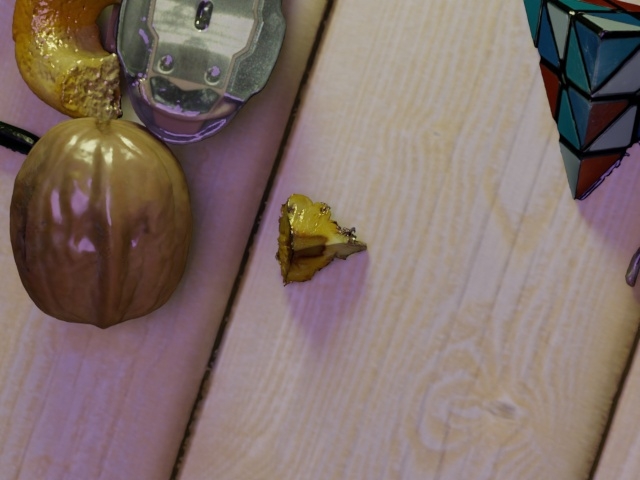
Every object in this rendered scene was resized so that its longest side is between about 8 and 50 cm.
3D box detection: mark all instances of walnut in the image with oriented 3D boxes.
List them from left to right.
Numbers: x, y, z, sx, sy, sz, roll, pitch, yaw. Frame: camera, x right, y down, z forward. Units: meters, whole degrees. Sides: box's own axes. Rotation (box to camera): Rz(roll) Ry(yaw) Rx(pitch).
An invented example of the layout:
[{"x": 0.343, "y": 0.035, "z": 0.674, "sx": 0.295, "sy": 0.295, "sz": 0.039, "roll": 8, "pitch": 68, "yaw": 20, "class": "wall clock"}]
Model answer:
[{"x": -0.264, "y": -0.019, "z": 1.800, "sx": 0.225, "sy": 0.225, "sz": 0.260, "roll": 2, "pitch": 101, "yaw": 14, "class": "walnut"}]

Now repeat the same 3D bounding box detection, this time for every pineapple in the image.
[{"x": 0.000, "y": 0.000, "z": 1.808, "sx": 0.114, "sy": 0.077, "sz": 0.114, "roll": 0, "pitch": 91, "yaw": 1, "class": "pineapple"}]

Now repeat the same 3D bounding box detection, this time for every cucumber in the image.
[{"x": -0.426, "y": -0.145, "z": 1.938, "sx": 0.184, "sy": 0.033, "sz": 0.036, "roll": 25, "pitch": 118, "yaw": 14, "class": "cucumber"}]

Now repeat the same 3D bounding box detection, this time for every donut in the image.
[{"x": -0.319, "y": -0.269, "z": 1.869, "sx": 0.152, "sy": 0.101, "sz": 0.259, "roll": 5, "pitch": 94, "yaw": 42, "class": "donut"}]

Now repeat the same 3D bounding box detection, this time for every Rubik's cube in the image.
[{"x": 0.378, "y": -0.235, "z": 1.734, "sx": 0.234, "sy": 0.284, "sz": 0.250, "roll": -13, "pitch": 49, "yaw": -6, "class": "Rubik's cube"}]

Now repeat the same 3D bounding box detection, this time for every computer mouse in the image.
[{"x": -0.137, "y": -0.298, "z": 1.835, "sx": 0.200, "sy": 0.115, "sz": 0.389, "roll": 16, "pitch": 78, "yaw": -6, "class": "computer mouse"}]

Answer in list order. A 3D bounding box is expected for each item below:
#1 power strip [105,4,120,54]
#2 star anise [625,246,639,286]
[{"x": -0.218, "y": -0.364, "z": 1.893, "sx": 0.064, "sy": 0.044, "sz": 0.305, "roll": 11, "pitch": 89, "yaw": 15, "class": "power strip"}, {"x": 0.489, "y": -0.028, "z": 1.715, "sx": 0.227, "sy": 0.218, "sz": 0.148, "roll": -14, "pitch": 119, "yaw": 51, "class": "star anise"}]
